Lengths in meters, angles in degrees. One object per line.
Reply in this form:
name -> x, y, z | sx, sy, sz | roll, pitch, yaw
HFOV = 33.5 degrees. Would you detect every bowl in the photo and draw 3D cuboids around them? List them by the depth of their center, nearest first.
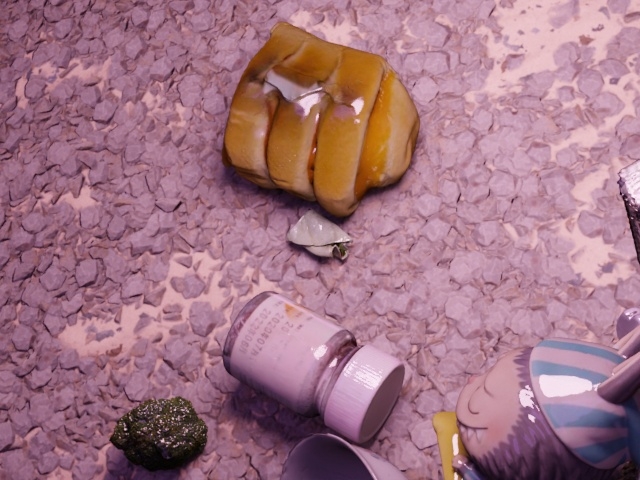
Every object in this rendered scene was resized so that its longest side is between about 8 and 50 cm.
bowl -> 0.079, 0.458, 1.634 | 0.157, 0.345, 0.346 | -2, 65, -31

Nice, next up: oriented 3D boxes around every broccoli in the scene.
broccoli -> -0.279, 0.330, 1.824 | 0.162, 0.146, 0.138 | -24, 29, -5

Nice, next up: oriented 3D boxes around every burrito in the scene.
burrito -> 0.002, -0.003, 1.890 | 0.118, 0.044, 0.074 | 35, 82, 25

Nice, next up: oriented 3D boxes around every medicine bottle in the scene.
medicine bottle -> -0.012, 0.208, 1.763 | 0.273, 0.165, 0.165 | 25, 82, 21

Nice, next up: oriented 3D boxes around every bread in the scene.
bread -> 0.001, -0.212, 1.871 | 0.341, 0.210, 0.300 | 27, 85, 21

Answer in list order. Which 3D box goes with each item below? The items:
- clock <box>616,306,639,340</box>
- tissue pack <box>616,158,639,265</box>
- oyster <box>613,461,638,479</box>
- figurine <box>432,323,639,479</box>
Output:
clock -> 0.604, 0.141, 1.608 | 0.254, 0.189, 0.189 | -27, 68, -1
tissue pack -> 0.582, -0.050, 1.581 | 0.245, 0.332, 0.123 | -30, 58, 7
oyster -> 0.546, 0.336, 1.615 | 0.252, 0.087, 0.199 | -4, 77, 4
figurine -> 0.354, 0.283, 1.467 | 0.266, 0.378, 0.361 | -5, 51, -26
